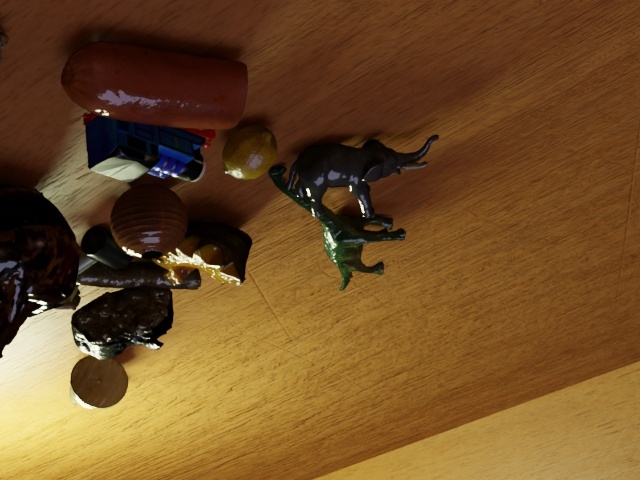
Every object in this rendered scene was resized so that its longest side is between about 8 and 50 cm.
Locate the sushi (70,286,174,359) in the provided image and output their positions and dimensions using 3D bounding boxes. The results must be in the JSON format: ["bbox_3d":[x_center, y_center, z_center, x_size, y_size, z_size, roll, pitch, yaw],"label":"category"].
[{"bbox_3d":[-0.394,0.167,2.235,0.212,0.147,0.115,-18,167,-22],"label":"sushi"}]

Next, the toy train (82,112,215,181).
[{"bbox_3d":[-0.258,-0.148,1.678,0.082,0.131,0.204,-29,148,35],"label":"toy train"}]

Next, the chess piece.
[{"bbox_3d":[-0.549,0.359,2.682,0.137,0.137,0.301,-1,166,-17],"label":"chess piece"}]

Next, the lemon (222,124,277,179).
[{"bbox_3d":[-0.112,-0.145,1.793,0.082,0.082,0.110,16,138,-43],"label":"lemon"}]

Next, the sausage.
[{"bbox_3d":[-0.235,-0.218,1.567,0.259,0.114,0.113,3,152,-27],"label":"sausage"}]

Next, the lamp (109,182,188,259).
[{"bbox_3d":[-0.297,-0.032,1.912,0.136,0.136,0.136,-8,155,-4],"label":"lamp"}]

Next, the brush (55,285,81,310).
[{"bbox_3d":[-0.617,0.084,2.138,0.312,0.072,0.067,5,127,-23],"label":"brush"}]

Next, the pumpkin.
[{"bbox_3d":[-0.214,-0.001,2.050,0.130,0.149,0.254,48,152,-24],"label":"pumpkin"}]

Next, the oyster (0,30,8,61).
[{"bbox_3d":[-0.484,-0.243,1.500,0.177,0.056,0.105,-19,146,29],"label":"oyster"}]

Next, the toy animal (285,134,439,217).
[{"bbox_3d":[0.071,-0.112,1.899,0.269,0.082,0.137,-8,136,0],"label":"toy animal"}]

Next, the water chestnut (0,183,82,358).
[{"bbox_3d":[-0.540,0.058,1.834,0.299,0.300,0.300,-8,155,-4],"label":"water chestnut"}]

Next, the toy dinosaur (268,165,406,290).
[{"bbox_3d":[0.000,0.000,2.133,0.300,0.087,0.447,-1,147,-19],"label":"toy dinosaur"}]

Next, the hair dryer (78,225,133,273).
[{"bbox_3d":[-0.454,0.051,2.074,0.197,0.057,0.100,-30,149,11],"label":"hair dryer"}]

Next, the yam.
[{"bbox_3d":[-0.360,0.067,2.179,0.252,0.061,0.061,3,152,-23],"label":"yam"}]
